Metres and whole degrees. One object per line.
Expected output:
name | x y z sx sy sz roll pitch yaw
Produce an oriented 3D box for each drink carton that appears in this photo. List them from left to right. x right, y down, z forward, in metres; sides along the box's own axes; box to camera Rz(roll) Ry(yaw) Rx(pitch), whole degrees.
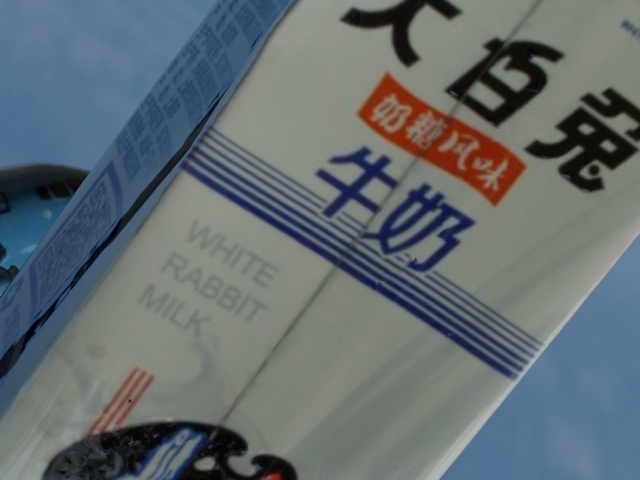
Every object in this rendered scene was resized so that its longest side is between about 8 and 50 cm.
drink carton | 0.000 0.000 0.495 0.130 0.315 0.106 33 -166 -20

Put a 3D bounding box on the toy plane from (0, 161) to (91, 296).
toy plane | -0.220 0.019 0.816 0.271 0.105 0.254 -8 -154 -29
